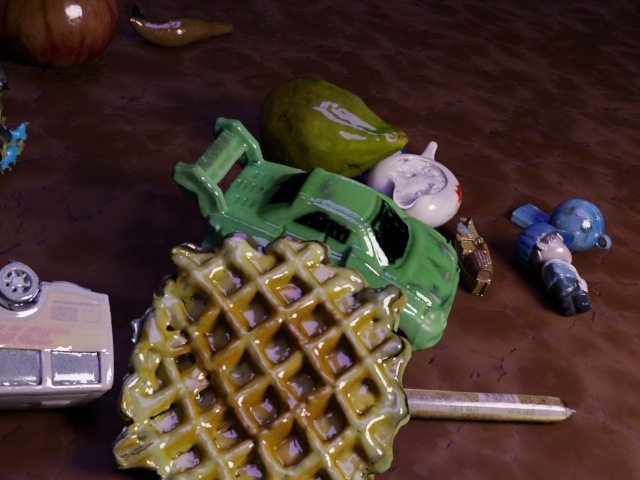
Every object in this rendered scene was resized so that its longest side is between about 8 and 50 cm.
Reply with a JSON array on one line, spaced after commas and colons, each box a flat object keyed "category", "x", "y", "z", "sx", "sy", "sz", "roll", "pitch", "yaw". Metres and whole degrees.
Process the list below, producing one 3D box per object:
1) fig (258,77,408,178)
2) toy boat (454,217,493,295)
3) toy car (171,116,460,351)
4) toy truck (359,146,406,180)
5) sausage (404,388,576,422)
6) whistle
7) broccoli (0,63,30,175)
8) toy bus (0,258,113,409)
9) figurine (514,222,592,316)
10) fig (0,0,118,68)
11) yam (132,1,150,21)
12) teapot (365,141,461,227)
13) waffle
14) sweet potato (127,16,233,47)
[{"category": "fig", "x": 0.011, "y": -0.154, "z": 1.256, "sx": 0.233, "sy": 0.167, "sz": 0.167, "roll": 41, "pitch": 43, "yaw": 22}, {"category": "toy boat", "x": 0.219, "y": 0.018, "z": 1.173, "sx": 0.047, "sy": 0.049, "sz": 0.149, "roll": 7, "pitch": 35, "yaw": -7}, {"category": "toy car", "x": 0.000, "y": 0.000, "z": 1.017, "sx": 0.359, "sy": 0.176, "sz": 0.213, "roll": 20, "pitch": 36, "yaw": 9}, {"category": "toy truck", "x": 0.127, "y": -0.129, "z": 1.344, "sx": 0.136, "sy": 0.063, "sz": 0.074, "roll": 4, "pitch": 56, "yaw": -16}, {"category": "sausage", "x": 0.167, "y": 0.188, "z": 0.932, "sx": 0.269, "sy": 0.033, "sz": 0.033, "roll": 5, "pitch": 36, "yaw": -12}, {"category": "whistle", "x": 0.378, "y": -0.032, "z": 1.266, "sx": 0.090, "sy": 0.090, "sz": 0.158, "roll": -23, "pitch": 49, "yaw": -40}, {"category": "broccoli", "x": -0.468, "y": -0.168, "z": 1.119, "sx": 0.154, "sy": 0.160, "sz": 0.167, "roll": 39, "pitch": 22, "yaw": -10}, {"category": "toy bus", "x": -0.365, "y": 0.093, "z": 0.749, "sx": 0.342, "sy": 0.097, "sz": 0.138, "roll": 5, "pitch": 64, "yaw": -37}, {"category": "figurine", "x": 0.334, "y": 0.041, "z": 1.169, "sx": 0.087, "sy": 0.086, "sz": 0.149, "roll": -25, "pitch": 47, "yaw": 15}, {"category": "fig", "x": -0.467, "y": -0.410, "z": 1.426, "sx": 0.235, "sy": 0.214, "sz": 0.235, "roll": -11, "pitch": 25, "yaw": 5}, {"category": "yam", "x": -0.360, "y": -0.448, "z": 1.660, "sx": 0.027, "sy": 0.033, "sz": 0.129, "roll": -25, "pitch": 39, "yaw": -5}, {"category": "teapot", "x": 0.141, "y": -0.077, "z": 1.240, "sx": 0.145, "sy": 0.092, "sz": 0.226, "roll": 20, "pitch": 38, "yaw": 5}, {"category": "waffle", "x": -0.054, "y": 0.136, "z": 0.842, "sx": 0.297, "sy": 0.073, "sz": 0.317, "roll": 11, "pitch": 61, "yaw": 1}, {"category": "sweet potato", "x": -0.260, "y": -0.412, "z": 1.616, "sx": 0.249, "sy": 0.059, "sz": 0.069, "roll": -15, "pitch": 31, "yaw": -41}]
